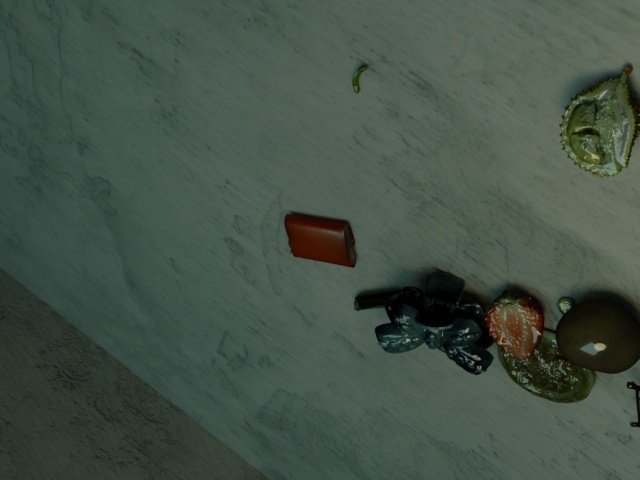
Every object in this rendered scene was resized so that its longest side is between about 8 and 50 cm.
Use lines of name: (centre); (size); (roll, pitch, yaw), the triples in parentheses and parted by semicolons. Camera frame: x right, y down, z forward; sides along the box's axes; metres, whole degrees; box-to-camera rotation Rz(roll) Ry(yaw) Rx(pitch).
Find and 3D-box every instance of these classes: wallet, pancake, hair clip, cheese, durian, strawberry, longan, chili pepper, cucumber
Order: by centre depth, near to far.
durian: (0.532, -0.231, 1.424); (0.146, 0.102, 0.208); (23, 114, 20)
longan: (0.622, 0.215, 1.686); (0.189, 0.189, 0.189); (23, 137, 23)
chili pepper: (0.089, -0.369, 1.724); (0.030, 0.017, 0.083); (30, 142, 14)
cheese: (0.591, 0.170, 1.778); (0.044, 0.030, 0.083); (-35, 95, 29)
strawberry: (0.483, 0.203, 1.843); (0.146, 0.082, 0.187); (-2, 109, 39)
pancake: (0.571, 0.320, 1.923); (0.253, 0.037, 0.254); (25, 137, 26)
hair clip: (0.300, 0.212, 1.936); (0.310, 0.194, 0.206); (12, 136, 15)
wallet: (0.000, 0.000, 2.109); (0.204, 0.045, 0.142); (10, 128, 33)
cucumber: (0.154, 0.171, 2.124); (0.220, 0.070, 0.046); (-15, 85, 44)

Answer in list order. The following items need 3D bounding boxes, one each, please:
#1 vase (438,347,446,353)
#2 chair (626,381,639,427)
vase: (0.324, 0.264, 2.061); (0.211, 0.060, 0.060); (29, 139, 16)
chair: (0.820, 0.398, 1.760); (0.229, 0.113, 0.106); (20, 155, -36)
